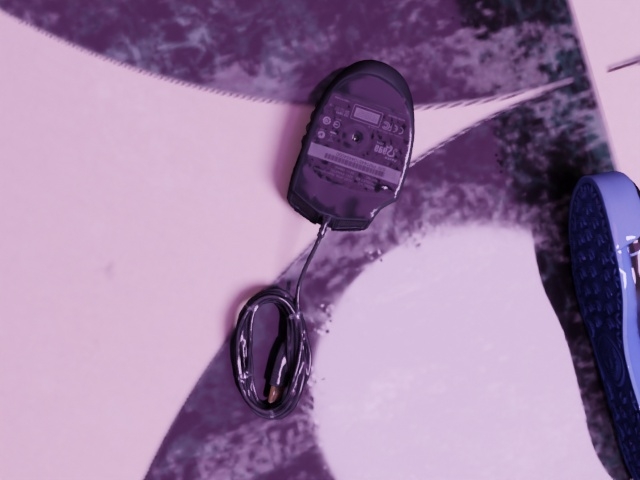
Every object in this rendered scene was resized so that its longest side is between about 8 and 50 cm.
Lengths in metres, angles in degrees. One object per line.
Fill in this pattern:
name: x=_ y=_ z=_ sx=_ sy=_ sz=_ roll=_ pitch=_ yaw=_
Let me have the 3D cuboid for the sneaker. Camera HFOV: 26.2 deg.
sneaker: x=0.232 y=0.058 z=0.913 sx=0.090 sy=0.081 sz=0.232 roll=-18 pitch=103 yaw=-11

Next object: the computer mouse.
computer mouse: x=0.000 y=0.000 z=0.890 sx=0.071 sy=0.041 sz=0.242 roll=21 pitch=96 yaw=-2
